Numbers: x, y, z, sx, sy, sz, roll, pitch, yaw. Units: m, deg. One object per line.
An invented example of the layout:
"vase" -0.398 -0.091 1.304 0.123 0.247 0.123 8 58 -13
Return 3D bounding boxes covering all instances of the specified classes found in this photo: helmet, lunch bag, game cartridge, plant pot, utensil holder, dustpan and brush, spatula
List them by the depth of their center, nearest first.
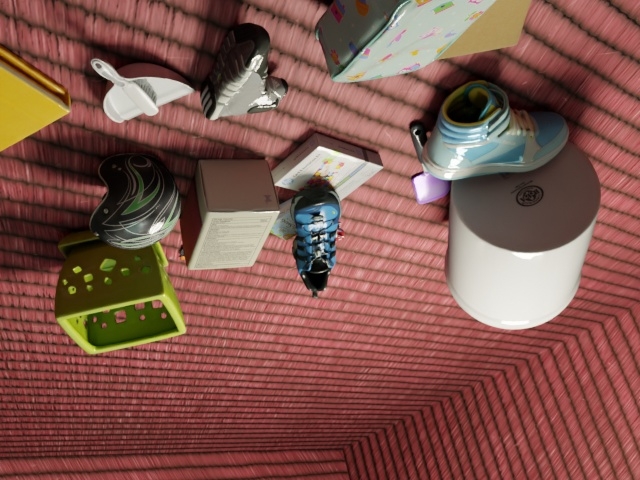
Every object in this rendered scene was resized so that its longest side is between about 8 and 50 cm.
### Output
"lunch bag" 0.130 -0.340 1.155 0.224 0.107 0.279 -19 174 -26
"game cartridge" -0.601 -0.208 1.183 0.324 0.052 0.285 -22 152 19
"dustpan and brush" -0.302 -0.246 1.236 0.147 0.060 0.211 -20 153 11
"helmet" -0.345 -0.064 1.450 0.170 0.161 0.169 -11 153 -6
"plant pot" -0.428 0.092 1.659 0.228 0.207 0.227 -13 154 -4
"spatula" 0.229 -0.167 1.685 0.084 0.030 0.296 -19 152 6
"utensil holder" 0.446 -0.017 1.759 0.328 0.327 0.385 -15 152 1

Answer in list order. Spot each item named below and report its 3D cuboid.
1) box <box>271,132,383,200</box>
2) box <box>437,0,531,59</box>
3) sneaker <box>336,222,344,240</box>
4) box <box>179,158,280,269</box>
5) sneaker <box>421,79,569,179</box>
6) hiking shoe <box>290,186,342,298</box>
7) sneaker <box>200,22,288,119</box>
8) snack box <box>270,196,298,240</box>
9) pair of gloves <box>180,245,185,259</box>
"box" 0.015 -0.147 1.609 0.186 0.038 0.145 14 141 -41
"box" 0.270 -0.386 1.297 0.165 0.021 0.201 -11 153 -6
"sneaker" 0.019 -0.025 1.838 0.067 0.042 0.118 -13 161 6
"box" -0.191 -0.050 1.593 0.149 0.126 0.232 -2 150 -22
"sneaker" 0.366 -0.232 1.531 0.319 0.127 0.208 -15 149 -13
"hiking shoe" 0.000 0.000 1.691 0.113 0.132 0.304 -11 150 -7
"sneaker" -0.101 -0.274 1.275 0.132 0.086 0.229 -3 161 -31
"snack box" -0.050 -0.057 1.747 0.141 0.037 0.100 -26 150 21
"pair of gloves" -0.285 0.025 1.817 0.083 0.010 0.074 -1 152 -19
